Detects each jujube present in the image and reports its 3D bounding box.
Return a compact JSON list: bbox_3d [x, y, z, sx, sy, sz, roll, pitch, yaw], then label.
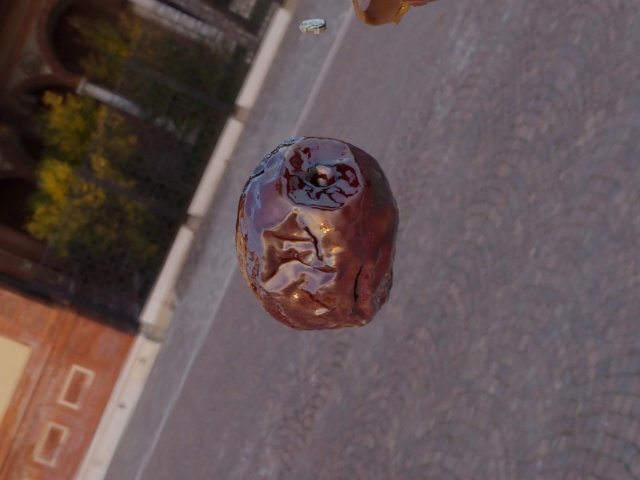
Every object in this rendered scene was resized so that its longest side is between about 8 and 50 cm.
[{"bbox_3d":[-0.001,0.000,1.726,0.377,0.276,0.277,93,-171,-52],"label":"jujube"}]

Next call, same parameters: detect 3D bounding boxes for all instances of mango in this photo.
[{"bbox_3d":[0.078,-0.332,1.376,0.063,0.077,0.127,60,170,27],"label":"mango"}]

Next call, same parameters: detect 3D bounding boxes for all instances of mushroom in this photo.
[{"bbox_3d":[-0.014,-0.431,2.103,0.101,0.049,0.019,-135,27,-62],"label":"mushroom"}]

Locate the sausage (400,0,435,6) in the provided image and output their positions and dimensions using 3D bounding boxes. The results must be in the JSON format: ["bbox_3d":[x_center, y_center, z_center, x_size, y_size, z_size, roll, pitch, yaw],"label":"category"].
[{"bbox_3d":[0.091,-0.368,1.115,0.133,0.258,0.133,-19,39,17],"label":"sausage"}]
